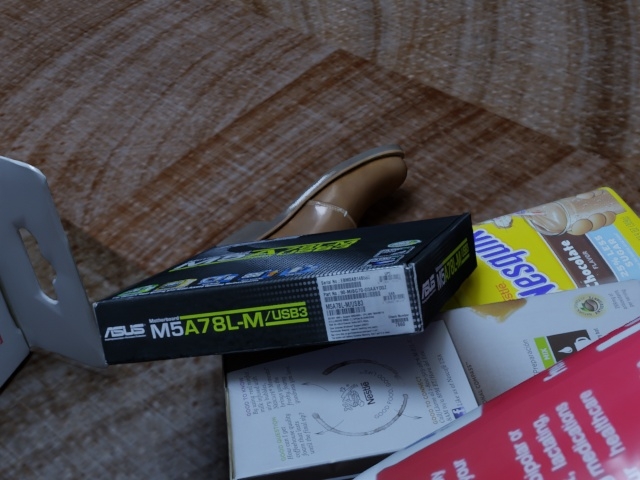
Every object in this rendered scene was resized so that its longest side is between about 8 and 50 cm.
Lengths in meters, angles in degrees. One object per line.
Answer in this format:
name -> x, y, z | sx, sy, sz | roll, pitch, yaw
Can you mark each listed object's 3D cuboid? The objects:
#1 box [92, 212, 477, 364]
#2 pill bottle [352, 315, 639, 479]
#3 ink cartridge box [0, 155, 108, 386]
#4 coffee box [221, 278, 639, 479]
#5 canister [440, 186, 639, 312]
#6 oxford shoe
box -> -0.012, 0.026, 0.651 | 0.191, 0.045, 0.184 | -7, 10, 19
pill bottle -> 0.147, 0.158, 0.449 | 0.408, 0.229, 0.229 | -30, 43, 7
ink cartridge box -> -0.341, 0.022, 0.742 | 0.354, 0.207, 0.119 | 12, 45, 22
coffee box -> 0.075, 0.120, 0.624 | 0.247, 0.141, 0.098 | -9, 42, -2
canister -> 0.151, 0.032, 0.757 | 0.170, 0.073, 0.126 | -16, 43, -11
oxford shoe -> 0.000, 0.000, 0.830 | 0.212, 0.076, 0.076 | -38, 75, -24
